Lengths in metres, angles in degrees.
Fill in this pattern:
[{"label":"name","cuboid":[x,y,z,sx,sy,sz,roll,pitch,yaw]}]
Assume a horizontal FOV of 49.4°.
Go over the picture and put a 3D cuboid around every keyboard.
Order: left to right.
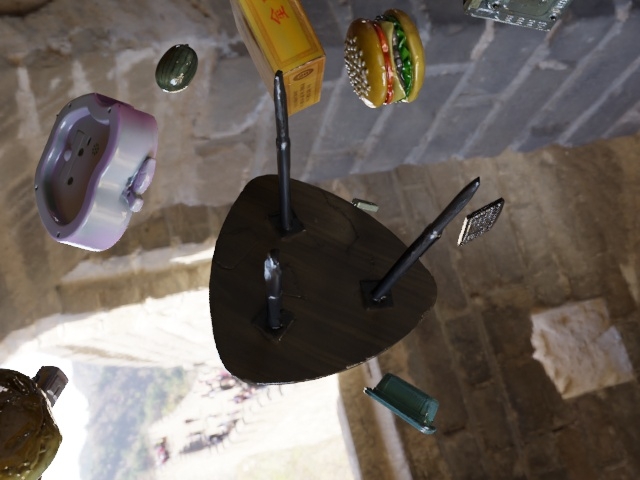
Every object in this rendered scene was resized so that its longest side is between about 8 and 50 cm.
[{"label":"keyboard","cuboid":[0.320,-0.034,1.390,0.017,0.087,0.250,64,-179,14]}]

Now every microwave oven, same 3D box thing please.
[{"label":"microwave oven","cuboid":[0.302,-0.405,0.963,0.205,0.163,0.129,115,163,-64]}]

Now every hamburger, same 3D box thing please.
[{"label":"hamburger","cuboid":[-0.507,0.301,1.048,0.309,0.211,0.133,40,133,37]},{"label":"hamburger","cuboid":[0.105,-0.294,1.140,0.162,0.115,0.162,163,90,-80]}]

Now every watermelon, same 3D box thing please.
[{"label":"watermelon","cuboid":[-0.293,-0.354,1.426,0.111,0.078,0.078,-60,13,-12]}]

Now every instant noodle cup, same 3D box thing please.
[{"label":"instant noodle cup","cuboid":[0.180,0.334,1.452,0.157,0.070,0.179,30,175,19]}]

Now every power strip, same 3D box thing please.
[{"label":"power strip","cuboid":[0.112,-0.088,1.733,0.027,0.083,0.017,45,117,44]}]

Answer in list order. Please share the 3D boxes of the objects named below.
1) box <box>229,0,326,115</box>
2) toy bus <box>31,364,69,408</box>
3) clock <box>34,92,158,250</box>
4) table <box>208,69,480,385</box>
[{"label":"box","cuboid":[-0.064,-0.291,1.007,0.174,0.076,0.274,63,178,0]},{"label":"toy bus","cuboid":[-0.591,0.337,1.451,0.172,0.072,0.057,-72,-33,-49]},{"label":"clock","cuboid":[-0.490,-0.152,1.506,0.338,0.102,0.339,-12,71,39]},{"label":"table","cuboid":[0.000,0.000,0.818,0.249,0.317,0.317,107,148,-56]}]
